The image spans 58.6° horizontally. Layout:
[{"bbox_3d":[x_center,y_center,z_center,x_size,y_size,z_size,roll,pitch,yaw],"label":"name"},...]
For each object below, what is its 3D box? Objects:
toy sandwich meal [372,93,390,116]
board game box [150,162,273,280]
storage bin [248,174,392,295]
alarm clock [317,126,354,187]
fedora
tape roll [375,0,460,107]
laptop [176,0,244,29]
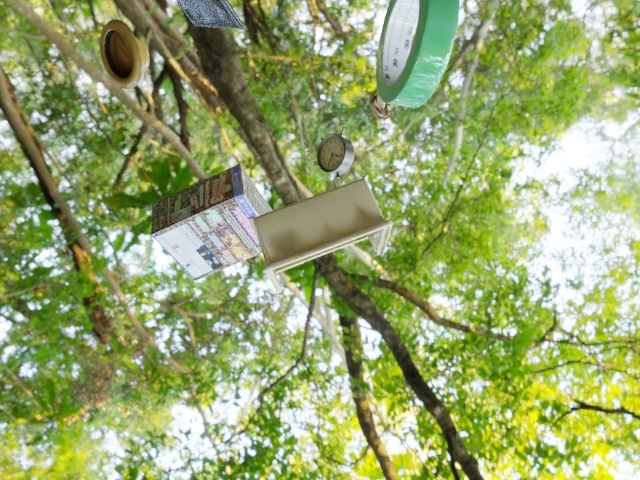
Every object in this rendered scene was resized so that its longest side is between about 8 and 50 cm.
[{"bbox_3d":[0.211,-0.465,1.960,0.029,0.085,0.085,-29,-155,43],"label":"toy sandwich meal"},{"bbox_3d":[-0.301,-0.047,1.652,0.291,0.232,0.141,-23,-135,9],"label":"board game box"},{"bbox_3d":[0.000,0.000,1.236,0.262,0.260,0.123,-21,-107,-5],"label":"storage bin"},{"bbox_3d":[0.053,-0.262,1.861,0.129,0.064,0.191,-17,-110,43],"label":"alarm clock"},{"bbox_3d":[-0.555,-0.538,1.648,0.194,0.194,0.079,9,-157,33],"label":"fedora"},{"bbox_3d":[0.220,-0.480,1.349,0.077,0.321,0.321,8,-144,-13],"label":"tape roll"},{"bbox_3d":[-0.351,-0.810,1.544,0.408,0.382,0.236,26,-108,44],"label":"laptop"}]
